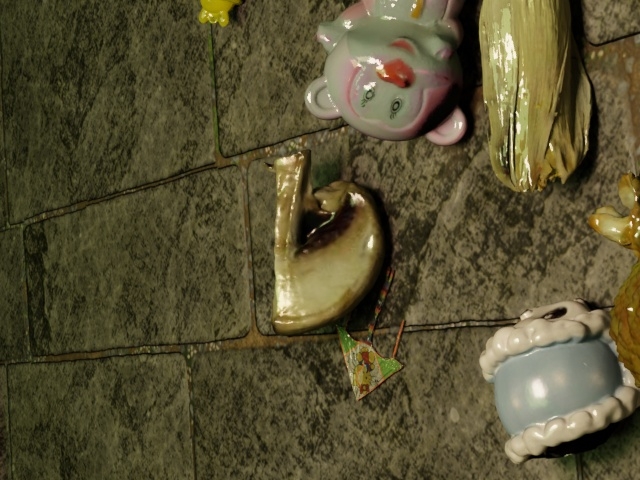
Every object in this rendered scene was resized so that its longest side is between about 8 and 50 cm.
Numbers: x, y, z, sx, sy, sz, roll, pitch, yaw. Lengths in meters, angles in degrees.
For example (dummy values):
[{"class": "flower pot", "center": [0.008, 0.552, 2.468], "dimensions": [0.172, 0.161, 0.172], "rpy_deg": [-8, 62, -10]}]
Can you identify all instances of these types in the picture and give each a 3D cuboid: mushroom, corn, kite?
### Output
[{"class": "mushroom", "center": [0.002, 0.007, 2.180], "dimensions": [0.217, 0.212, 0.292], "rpy_deg": [66, -167, -79]}, {"class": "corn", "center": [0.283, -0.212, 1.774], "dimensions": [0.122, 0.123, 0.305], "rpy_deg": [-12, 81, 52]}, {"class": "kite", "center": [0.082, 0.151, 2.160], "dimensions": [0.198, 0.006, 0.244], "rpy_deg": [34, 118, 49]}]

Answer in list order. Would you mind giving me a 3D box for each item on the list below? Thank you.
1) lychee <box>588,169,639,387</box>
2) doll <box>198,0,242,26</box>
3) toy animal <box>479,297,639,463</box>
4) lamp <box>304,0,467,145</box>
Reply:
[{"class": "lychee", "center": [0.445, 0.066, 1.441], "dimensions": [0.320, 0.270, 0.270], "rpy_deg": [53, 143, -9]}, {"class": "doll", "center": [-0.181, -0.519, 2.442], "dimensions": [0.099, 0.135, 0.241], "rpy_deg": [-124, 41, -78]}, {"class": "toy animal", "center": [0.300, 0.185, 1.732], "dimensions": [0.208, 0.156, 0.204], "rpy_deg": [-33, 68, 46]}, {"class": "lamp", "center": [0.115, -0.299, 1.963], "dimensions": [0.247, 0.247, 0.301], "rpy_deg": [-129, 50, -82]}]
